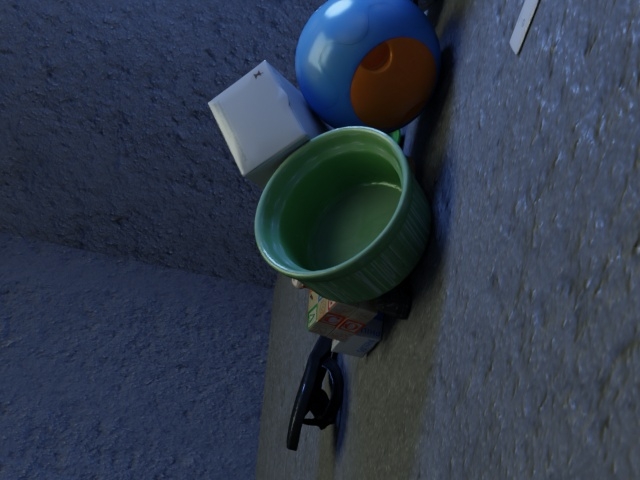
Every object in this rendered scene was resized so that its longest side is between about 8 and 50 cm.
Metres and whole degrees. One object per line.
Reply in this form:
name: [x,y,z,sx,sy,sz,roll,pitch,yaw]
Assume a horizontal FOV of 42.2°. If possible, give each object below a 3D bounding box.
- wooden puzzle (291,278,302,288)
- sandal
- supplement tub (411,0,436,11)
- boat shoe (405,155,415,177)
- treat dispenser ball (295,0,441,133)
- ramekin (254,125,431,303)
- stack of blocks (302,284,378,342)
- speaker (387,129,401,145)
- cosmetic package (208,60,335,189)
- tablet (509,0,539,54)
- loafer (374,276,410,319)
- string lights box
wooden puzzle: [0.000,0.000,2.711,0.348,0.080,0.322,160,121,-77]
sandal: [0.007,0.350,1.995,0.446,0.107,0.168,-61,-14,-68]
supplement tub: [0.117,-0.646,1.782,0.207,0.207,0.338,-93,-15,-65]
boat shoe: [0.126,-0.031,1.595,0.092,0.102,0.285,61,-139,-51]
treat dispenser ball: [0.094,-0.350,1.639,0.288,0.288,0.288,-168,90,-83]
ramekin: [0.048,-0.037,1.472,0.148,0.303,0.304,45,-135,-46]
stack of blocks: [0.038,0.048,1.668,0.171,0.087,0.297,-49,29,47]
speaker: [0.106,-0.226,1.995,0.296,0.131,0.131,147,135,-80]
cosmetic package: [-0.049,-0.190,1.712,0.365,0.155,0.197,29,-148,-60]
tablet: [0.288,-0.310,1.176,0.054,0.006,0.083,-89,13,-57]
loafer: [0.130,0.078,1.546,0.170,0.061,0.062,-89,12,-61]
string lights box: [0.090,0.103,1.761,0.133,0.076,0.260,121,160,-62]
